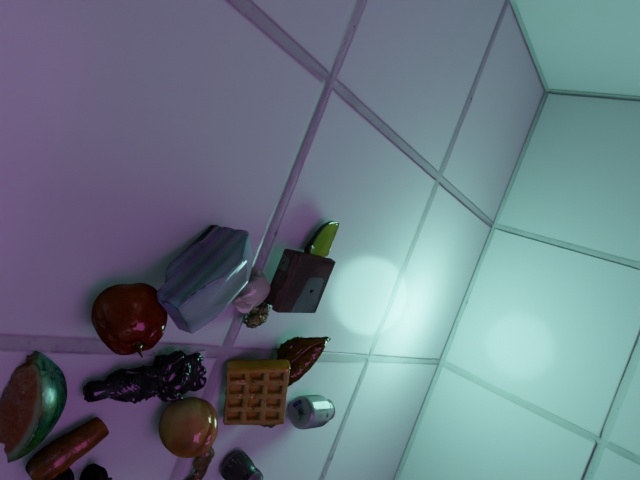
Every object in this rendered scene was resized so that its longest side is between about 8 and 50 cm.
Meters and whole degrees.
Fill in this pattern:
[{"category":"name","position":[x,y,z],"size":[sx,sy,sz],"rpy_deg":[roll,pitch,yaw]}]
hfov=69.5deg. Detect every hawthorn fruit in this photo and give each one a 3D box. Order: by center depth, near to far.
[{"category":"hawthorn fruit","position":[-0.477,0.211,1.162],"size":[0.179,0.200,0.179],"rpy_deg":[-16,147,-11]}]

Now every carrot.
[{"category":"carrot","position":[-0.655,0.541,1.200],"size":[0.193,0.087,0.087],"rpy_deg":[-34,131,-36]}]

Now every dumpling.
[{"category":"dumpling","position":[-0.234,0.155,1.523],"size":[0.176,0.092,0.150],"rpy_deg":[-39,122,-29]}]

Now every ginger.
[{"category":"ginger","position":[-0.422,0.794,1.620],"size":[0.069,0.051,0.173],"rpy_deg":[25,85,-49]}]

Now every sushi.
[{"category":"sushi","position":[-0.090,0.440,1.784],"size":[0.287,0.149,0.140],"rpy_deg":[-47,172,-24]}]

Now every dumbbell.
[{"category":"dumbbell","position":[-0.655,0.655,1.237],"size":[0.208,0.099,0.099],"rpy_deg":[28,85,-52]}]

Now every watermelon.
[{"category":"watermelon","position":[-0.665,0.398,1.118],"size":[0.231,0.128,0.146],"rpy_deg":[-67,160,-6]}]

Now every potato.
[{"category":"potato","position":[0.000,0.000,1.753],"size":[0.197,0.054,0.119],"rpy_deg":[-60,141,-13]}]

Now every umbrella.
[{"category":"umbrella","position":[-0.478,0.388,1.310],"size":[0.337,0.128,0.154],"rpy_deg":[18,95,-49]}]

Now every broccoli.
[{"category":"broccoli","position":[-0.220,0.248,1.591],"size":[0.097,0.095,0.092],"rpy_deg":[-32,116,9]}]

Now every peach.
[{"category":"peach","position":[-0.409,0.585,1.441],"size":[0.184,0.184,0.184],"rpy_deg":[-24,124,-42]}]

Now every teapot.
[{"category":"teapot","position":[-0.289,0.886,1.742],"size":[0.116,0.146,0.148],"rpy_deg":[-42,135,-30]}]

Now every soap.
[{"category":"soap","position":[-0.307,0.095,1.263],"size":[0.324,0.193,0.109],"rpy_deg":[-52,141,-43]}]

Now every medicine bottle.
[{"category":"medicine bottle","position":[-0.027,0.738,1.995],"size":[0.215,0.135,0.135],"rpy_deg":[23,89,-52]}]

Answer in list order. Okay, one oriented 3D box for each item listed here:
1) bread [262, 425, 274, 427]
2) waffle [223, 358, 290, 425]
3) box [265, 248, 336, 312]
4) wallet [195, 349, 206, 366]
[{"category":"bread","position":[-0.231,0.642,1.748],"size":[0.103,0.156,0.110],"rpy_deg":[-61,-177,-17]},{"category":"waffle","position":[-0.227,0.541,1.634],"size":[0.221,0.055,0.247],"rpy_deg":[3,104,-12]},{"category":"box","position":[-0.072,0.145,1.628],"size":[0.215,0.086,0.215],"rpy_deg":[12,102,-52]},{"category":"wallet","position":[-0.396,0.397,1.498],"size":[0.044,0.011,0.083],"rpy_deg":[0,106,-50]}]
